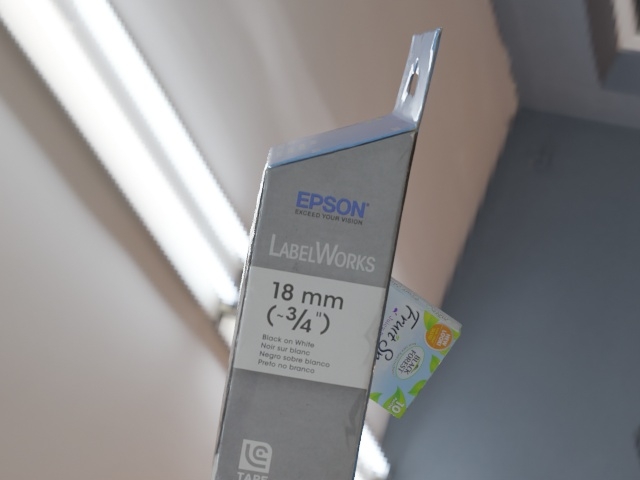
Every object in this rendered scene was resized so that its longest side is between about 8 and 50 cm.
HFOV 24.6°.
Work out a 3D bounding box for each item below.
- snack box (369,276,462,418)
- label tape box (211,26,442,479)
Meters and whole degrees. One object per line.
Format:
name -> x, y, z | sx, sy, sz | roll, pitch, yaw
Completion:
snack box -> 0.043, 0.080, 1.334 | 0.100, 0.141, 0.037 | -56, -1, 14
label tape box -> 0.000, 0.000, 1.096 | 0.240, 0.105, 0.334 | -99, 19, -83
